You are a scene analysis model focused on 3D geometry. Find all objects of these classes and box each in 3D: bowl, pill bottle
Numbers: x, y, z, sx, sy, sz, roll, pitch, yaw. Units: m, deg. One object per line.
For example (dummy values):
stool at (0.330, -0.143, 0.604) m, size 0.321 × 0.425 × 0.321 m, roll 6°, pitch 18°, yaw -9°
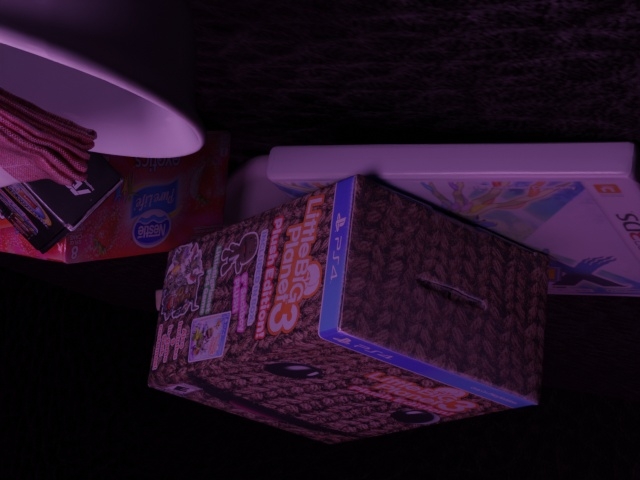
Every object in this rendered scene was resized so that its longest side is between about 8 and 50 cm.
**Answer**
bowl at (-0.199, -0.158, 0.964) m, size 0.297 × 0.134 × 0.298 m, roll 14°, pitch 173°, yaw 2°
pill bottle at (0.000, 0.000, 1.695) m, size 0.131 × 0.131 × 0.229 m, roll 7°, pitch 169°, yaw 41°

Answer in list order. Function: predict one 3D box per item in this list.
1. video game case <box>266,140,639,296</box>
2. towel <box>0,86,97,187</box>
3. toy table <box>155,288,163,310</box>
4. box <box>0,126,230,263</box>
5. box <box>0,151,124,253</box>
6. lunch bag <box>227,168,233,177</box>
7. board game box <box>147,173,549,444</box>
video game case at (0.160, -0.013, 1.408) m, size 0.329 × 0.036 × 0.300 m, roll 1°, pitch 160°, yaw 27°
towel at (-0.337, -0.059, 0.986) m, size 0.329 × 0.037 × 0.237 m, roll -11°, pitch 157°, yaw 36°
toy table at (-0.103, 0.072, 2.057) m, size 0.160 × 0.252 × 0.274 m, roll -3°, pitch 167°, yaw 13°
box at (-0.209, -0.053, 1.494) m, size 0.128 × 0.123 × 0.257 m, roll 9°, pitch -172°, yaw 29°
box at (-0.282, -0.112, 1.228) m, size 0.270 × 0.060 × 0.216 m, roll 47°, pitch 166°, yaw -8°
lunch bag at (-0.125, -0.032, 1.832) m, size 0.176 × 0.090 × 0.219 m, roll 17°, pitch 171°, yaw -15°
board game box at (0.023, 0.075, 1.428) m, size 0.232 × 0.141 × 0.291 m, roll 22°, pitch 154°, yaw -32°
